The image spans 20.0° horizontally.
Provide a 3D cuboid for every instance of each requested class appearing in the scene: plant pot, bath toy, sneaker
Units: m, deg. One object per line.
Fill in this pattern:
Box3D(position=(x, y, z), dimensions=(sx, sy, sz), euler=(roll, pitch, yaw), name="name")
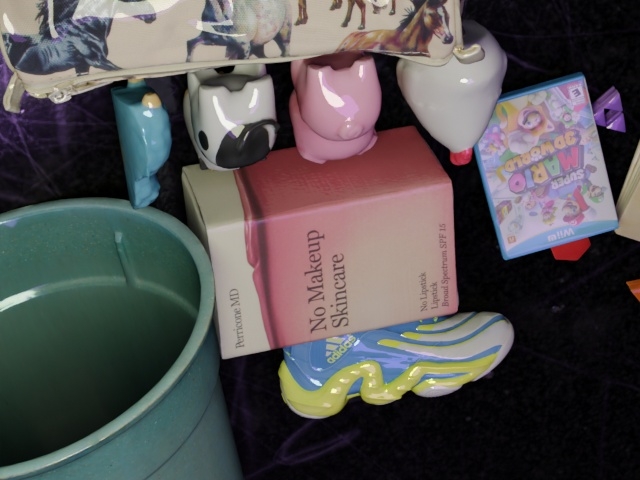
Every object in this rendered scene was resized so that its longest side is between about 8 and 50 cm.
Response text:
Box3D(position=(-0.216, 0.195, 1.646), dimensions=(0.341, 0.341, 0.334), euler=(-21, 130, -4), name="plant pot")
Box3D(position=(-0.005, -0.109, 1.612), dimensions=(0.348, 0.151, 0.129), euler=(-10, 114, -6), name="bath toy")
Box3D(position=(0.069, 0.092, 1.786), dimensions=(0.240, 0.091, 0.126), euler=(-18, 121, -4), name="sneaker")

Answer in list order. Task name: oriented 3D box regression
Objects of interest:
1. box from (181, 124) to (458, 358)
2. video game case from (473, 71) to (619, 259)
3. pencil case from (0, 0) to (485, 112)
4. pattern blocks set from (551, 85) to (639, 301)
Box3D(position=(0.000, 0.000, 1.694), dimensions=(0.232, 0.127, 0.149), euler=(-11, 121, -10), name="box")
Box3D(position=(0.215, -0.070, 1.761), dimensions=(0.119, 0.015, 0.166), euler=(-16, 115, 3), name="video game case")
Box3D(position=(-0.071, -0.210, 1.502), dimensions=(0.410, 0.160, 0.184), euler=(-4, 98, -2), name="pencil case")
Box3D(position=(0.387, -0.051, 1.827), dimensions=(0.324, 0.026, 0.285), euler=(24, 110, -21), name="pattern blocks set")
